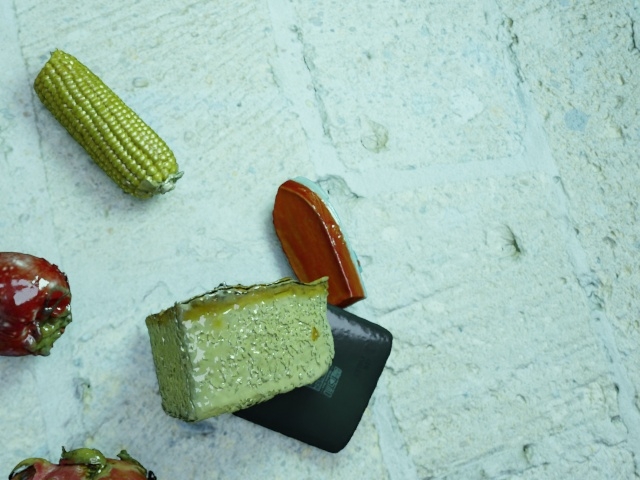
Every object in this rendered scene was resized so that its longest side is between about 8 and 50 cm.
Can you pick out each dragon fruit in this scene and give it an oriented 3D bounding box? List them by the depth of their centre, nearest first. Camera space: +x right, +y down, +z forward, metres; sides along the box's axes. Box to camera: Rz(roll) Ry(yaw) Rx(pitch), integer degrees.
[{"bbox_3d":[-0.421,0.478,1.076,0.291,0.250,0.269,8,54,6],"label":"dragon fruit"}]

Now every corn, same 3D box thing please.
[{"bbox_3d":[-0.459,-0.240,1.354,0.387,0.144,0.144,42,63,0],"label":"corn"}]

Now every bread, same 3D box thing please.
[{"bbox_3d":[-0.170,0.202,1.268,0.315,0.279,0.248,-7,84,-39],"label":"bread"}]

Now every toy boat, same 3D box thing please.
[{"bbox_3d":[0.000,0.000,1.452,0.133,0.145,0.331,-7,69,-59],"label":"toy boat"}]

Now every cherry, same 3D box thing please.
[{"bbox_3d":[-0.580,0.106,1.168,0.250,0.192,0.175,20,31,-6],"label":"cherry"}]

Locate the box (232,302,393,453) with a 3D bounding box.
[{"bbox_3d":[-0.022,0.271,1.342,0.289,0.073,0.289,24,88,-10],"label":"box"}]
